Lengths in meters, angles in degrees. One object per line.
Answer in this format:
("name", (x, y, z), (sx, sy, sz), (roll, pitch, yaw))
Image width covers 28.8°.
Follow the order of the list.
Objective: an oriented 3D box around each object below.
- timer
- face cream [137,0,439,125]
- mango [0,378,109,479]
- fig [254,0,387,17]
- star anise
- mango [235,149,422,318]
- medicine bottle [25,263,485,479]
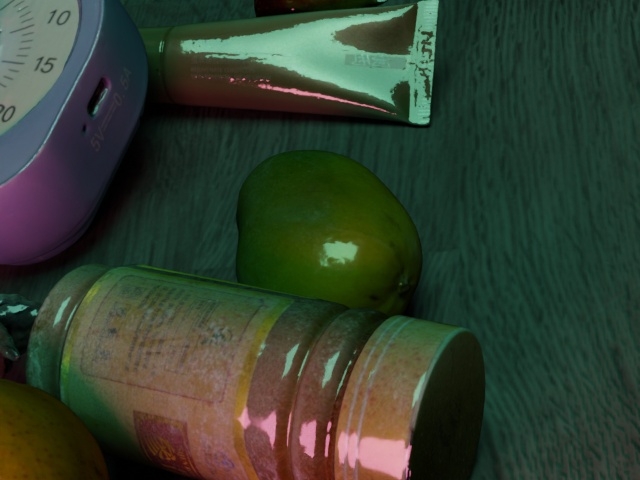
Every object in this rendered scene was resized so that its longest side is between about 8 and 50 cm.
("timer", (-0.359, -0.176, 1.260), (0.394, 0.173, 0.395), (-10, 57, 15))
("face cream", (-0.046, -0.188, 1.325), (0.341, 0.084, 0.137), (2, 76, 16))
("mango", (-0.243, 0.250, 0.807), (0.199, 0.201, 0.350), (-25, 42, 29))
("fig", (0.003, -0.264, 1.387), (0.154, 0.103, 0.109), (-10, 63, 17))
("star anise", (-0.299, 0.098, 1.029), (0.180, 0.061, 0.204), (-39, 14, -6))
("mango", (0.000, 0.000, 1.087), (0.156, 0.114, 0.251), (-25, 29, 1))
("medicine bottle", (-0.052, 0.110, 0.935), (0.322, 0.151, 0.151), (10, 45, 25))
